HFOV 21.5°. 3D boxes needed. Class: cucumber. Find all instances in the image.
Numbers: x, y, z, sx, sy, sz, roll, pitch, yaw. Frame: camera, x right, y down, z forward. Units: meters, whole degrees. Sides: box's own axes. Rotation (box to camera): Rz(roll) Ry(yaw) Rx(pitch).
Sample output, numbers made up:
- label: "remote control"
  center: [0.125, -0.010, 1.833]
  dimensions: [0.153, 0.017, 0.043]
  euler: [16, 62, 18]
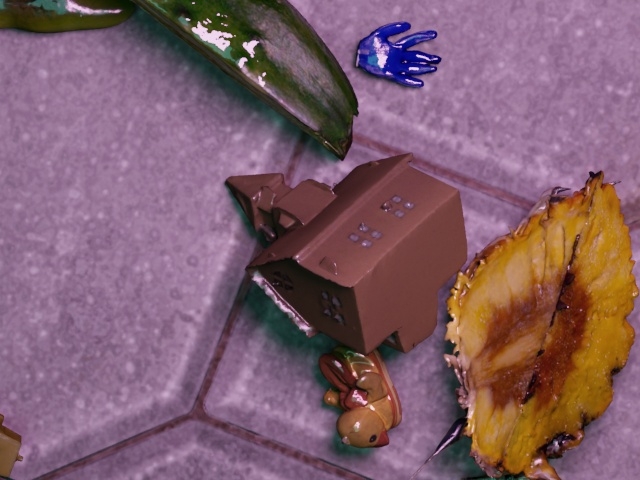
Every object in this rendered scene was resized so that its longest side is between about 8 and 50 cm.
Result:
- label: "cucumber"
  center: [-0.075, -0.211, 1.672]
  dimensions: [0.325, 0.145, 0.105]
  euler: [40, 88, -5]

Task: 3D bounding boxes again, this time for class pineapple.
- label: "pineapple"
  center: [0.216, 0.104, 1.691]
  dimensions: [0.158, 0.161, 0.335]
  euler: [4, 77, 42]

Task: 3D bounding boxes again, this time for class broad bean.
- label: "broad bean"
  center: [-0.335, -0.238, 1.727]
  dimensions: [0.297, 0.043, 0.060]
  euler: [-4, 100, 4]

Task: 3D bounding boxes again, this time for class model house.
- label: "model house"
  center: [0.000, 0.000, 1.691]
  dimensions: [0.248, 0.176, 0.181]
  euler: [29, 55, 32]

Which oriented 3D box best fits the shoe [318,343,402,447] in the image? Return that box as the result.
- label: "shoe"
  center: [0.036, 0.156, 1.721]
  dimensions: [0.069, 0.072, 0.109]
  euler: [-10, 99, -36]

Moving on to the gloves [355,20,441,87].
- label: "gloves"
  center: [0.081, -0.192, 1.719]
  dimensions: [0.086, 0.026, 0.064]
  euler: [12, 92, 2]

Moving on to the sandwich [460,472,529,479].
- label: "sandwich"
  center: [0.188, 0.270, 1.736]
  dimensions: [0.105, 0.036, 0.093]
  euler: [-42, 90, 3]

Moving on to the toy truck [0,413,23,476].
- label: "toy truck"
  center: [-0.405, 0.284, 1.723]
  dimensions: [0.127, 0.127, 0.257]
  euler: [24, 95, -14]
